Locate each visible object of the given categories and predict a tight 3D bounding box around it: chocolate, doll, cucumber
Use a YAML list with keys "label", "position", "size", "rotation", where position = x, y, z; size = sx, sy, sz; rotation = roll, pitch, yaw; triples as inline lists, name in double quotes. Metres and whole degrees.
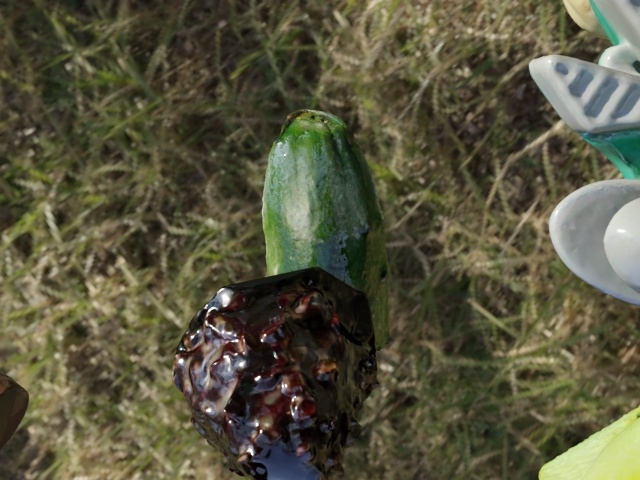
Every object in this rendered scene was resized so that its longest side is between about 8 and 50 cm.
- label: "chocolate"
  position: [-0.019, 0.113, 0.723]
  size: [0.133, 0.156, 0.156]
  rotation: [-122, 15, -64]
- label: "doll"
  position: [0.238, -0.054, 0.541]
  size: [0.258, 0.153, 0.194]
  rotation: [7, 92, -5]
- label: "cucumber"
  position: [0.001, 0.001, 1.359]
  size: [0.145, 0.105, 0.325]
  rotation: [5, 106, 33]

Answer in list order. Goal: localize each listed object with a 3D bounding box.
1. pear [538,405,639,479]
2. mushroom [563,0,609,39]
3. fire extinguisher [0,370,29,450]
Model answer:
- label: "pear"
  position: [0.399, 0.234, 1.007]
  size: [0.342, 0.318, 0.238]
  rotation: [-36, 85, 8]
- label: "mushroom"
  position: [0.261, -0.245, 0.939]
  size: [0.112, 0.148, 0.148]
  rotation: [-12, 113, 21]
- label: "fire extinguisher"
  position: [-0.441, 0.085, 1.034]
  size: [0.337, 0.135, 0.114]
  rotation: [33, 179, 10]
